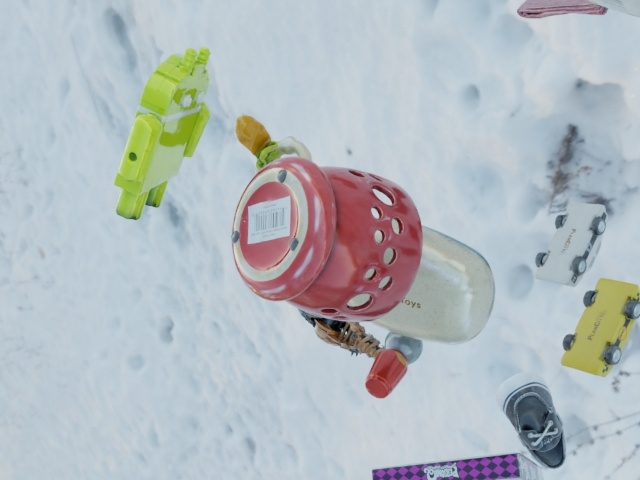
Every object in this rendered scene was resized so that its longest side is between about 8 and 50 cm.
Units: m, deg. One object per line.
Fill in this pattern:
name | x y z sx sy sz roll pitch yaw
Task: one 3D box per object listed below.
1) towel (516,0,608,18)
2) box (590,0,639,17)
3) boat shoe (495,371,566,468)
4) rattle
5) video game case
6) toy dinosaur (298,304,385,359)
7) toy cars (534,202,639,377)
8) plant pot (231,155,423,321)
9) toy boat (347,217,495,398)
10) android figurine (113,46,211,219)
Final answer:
towel | 0.604 -0.602 1.508 0.037 0.329 0.237 46 171 -30
box | 0.494 -0.479 1.064 0.126 0.148 0.232 33 107 30
boat shoe | 0.439 0.375 1.423 0.301 0.108 0.102 61 -177 -43
rattle | -0.076 -0.140 1.346 0.143 0.130 0.200 75 178 -52
video game case | 0.227 0.385 1.134 0.232 0.210 0.042 -14 63 21
toy dinosaur | 0.043 0.162 1.396 0.164 0.218 0.322 -46 51 27
toy cars | 0.524 0.095 1.361 0.176 0.394 0.087 -30 129 27
plant pot | 0.000 0.000 0.850 0.191 0.174 0.191 -11 75 45
toy boat | 0.132 0.100 1.104 0.267 0.148 0.318 22 129 20
android figurine | -0.234 -0.167 1.071 0.056 0.248 0.273 26 107 2
